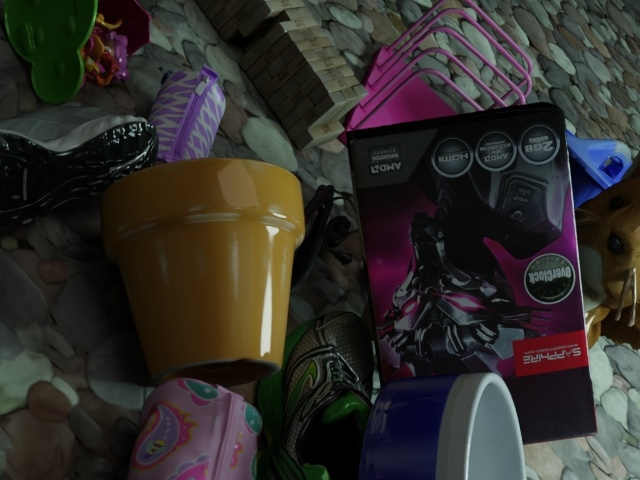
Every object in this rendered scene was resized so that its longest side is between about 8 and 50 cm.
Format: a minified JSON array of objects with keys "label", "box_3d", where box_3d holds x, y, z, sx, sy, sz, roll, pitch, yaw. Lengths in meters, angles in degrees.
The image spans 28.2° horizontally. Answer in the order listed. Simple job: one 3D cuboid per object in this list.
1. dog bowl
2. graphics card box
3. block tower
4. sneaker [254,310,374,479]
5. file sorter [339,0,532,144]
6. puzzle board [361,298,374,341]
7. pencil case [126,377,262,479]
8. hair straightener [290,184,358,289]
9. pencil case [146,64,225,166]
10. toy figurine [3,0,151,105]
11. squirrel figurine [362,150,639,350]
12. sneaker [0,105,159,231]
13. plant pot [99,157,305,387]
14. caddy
[{"label":"dog bowl","box_3d":[0.126,0.263,1.251,0.265,0.104,0.265,-5,90,-70]},{"label":"graphics card box","box_3d":[0.165,0.047,1.392,0.094,0.233,0.371,-93,176,-79]},{"label":"block tower","box_3d":[-0.070,-0.287,1.723,0.335,0.097,0.091,56,34,7]},{"label":"sneaker","box_3d":[0.016,0.188,1.300,0.134,0.146,0.343,39,32,-17]},{"label":"file sorter","box_3d":[0.186,-0.205,1.869,0.202,0.182,0.290,41,33,-13]},{"label":"puzzle board","box_3d":[0.098,0.065,1.528,0.011,0.096,0.128,40,60,-37]},{"label":"pencil case","box_3d":[-0.115,0.255,1.098,0.124,0.124,0.284,34,35,-24]},{"label":"hair straightener","box_3d":[0.000,0.000,1.576,0.089,0.047,0.230,46,28,-8]},{"label":"pencil case","box_3d":[-0.160,-0.115,1.445,0.086,0.088,0.206,35,36,-19]},{"label":"toy figurine","box_3d":[-0.253,-0.229,1.445,0.159,0.130,0.173,3,77,-61]},{"label":"squirrel figurine","box_3d":[0.332,0.042,1.621,0.397,0.370,0.281,-4,60,-52]},{"label":"sneaker","box_3d":[-0.292,-0.079,1.262,0.108,0.100,0.271,27,27,35]},{"label":"plant pot","box_3d":[-0.111,0.043,1.266,0.205,0.205,0.188,13,63,-44]},{"label":"caddy","box_3d":[0.394,-0.082,1.924,0.241,0.179,0.341,51,15,24]}]
